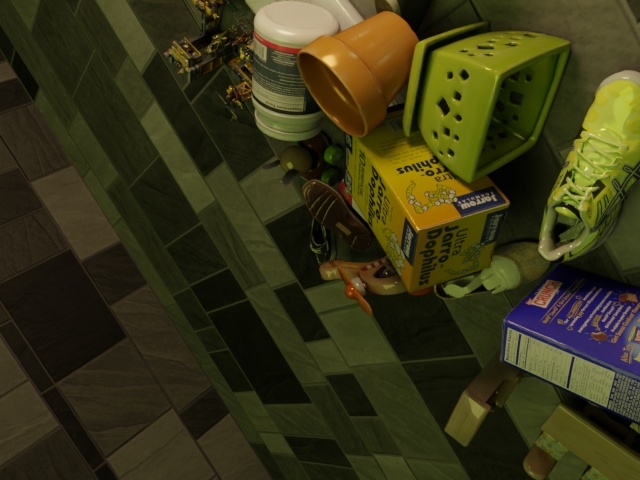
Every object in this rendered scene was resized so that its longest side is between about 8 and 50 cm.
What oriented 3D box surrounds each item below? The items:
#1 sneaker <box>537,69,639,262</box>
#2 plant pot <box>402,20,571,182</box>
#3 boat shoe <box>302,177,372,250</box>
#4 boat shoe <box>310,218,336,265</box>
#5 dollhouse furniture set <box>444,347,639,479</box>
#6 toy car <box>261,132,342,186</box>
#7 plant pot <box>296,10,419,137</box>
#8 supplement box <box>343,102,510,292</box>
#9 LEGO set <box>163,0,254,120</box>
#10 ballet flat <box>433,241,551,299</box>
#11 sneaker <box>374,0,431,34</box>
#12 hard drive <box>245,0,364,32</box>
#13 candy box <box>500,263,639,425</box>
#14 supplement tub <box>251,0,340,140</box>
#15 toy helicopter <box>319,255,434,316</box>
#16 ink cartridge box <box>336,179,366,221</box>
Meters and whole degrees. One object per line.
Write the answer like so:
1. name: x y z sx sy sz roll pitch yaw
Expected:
1. sneaker: 0.502 -0.110 1.036 0.145 0.147 0.384 30 136 33
2. plant pot: 0.293 -0.278 1.085 0.207 0.227 0.228 38 142 33
3. boat shoe: 0.040 -0.078 1.572 0.095 0.095 0.257 -33 118 16
4. boat shoe: 0.000 0.000 1.747 0.078 0.070 0.219 29 136 31
5. dollhouse furniture set: 0.537 0.442 1.333 0.394 0.257 0.361 35 140 25
6. toy car: -0.061 -0.203 1.558 0.155 0.188 0.148 34 138 27
7. plant pot: 0.090 -0.338 1.125 0.205 0.188 0.205 48 172 9
8. supplement box: 0.199 -0.104 1.203 0.194 0.196 0.356 87 161 -48
9. LEGO set: -0.283 -0.499 1.544 0.331 0.192 0.255 51 154 4
10. ballet flat: 0.389 0.088 1.349 0.107 0.106 0.316 58 143 -3
11. sneaker: 0.186 -0.451 1.191 0.083 0.118 0.222 47 173 23
12. hard drive: -0.027 -0.529 1.387 0.353 0.047 0.233 53 144 4
13. candy box: 0.553 0.190 1.110 0.317 0.268 0.122 23 129 37
14. supplement tub: -0.063 -0.390 1.333 0.191 0.191 0.272 35 139 25
15. toy helicopter: 0.119 0.098 1.552 0.355 0.235 0.140 2 119 48
16. ink cartridge box: 0.135 -0.151 1.476 0.127 0.072 0.175 49 144 11
